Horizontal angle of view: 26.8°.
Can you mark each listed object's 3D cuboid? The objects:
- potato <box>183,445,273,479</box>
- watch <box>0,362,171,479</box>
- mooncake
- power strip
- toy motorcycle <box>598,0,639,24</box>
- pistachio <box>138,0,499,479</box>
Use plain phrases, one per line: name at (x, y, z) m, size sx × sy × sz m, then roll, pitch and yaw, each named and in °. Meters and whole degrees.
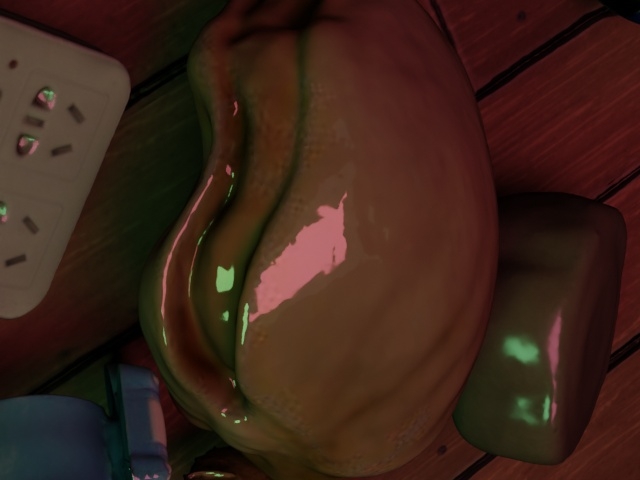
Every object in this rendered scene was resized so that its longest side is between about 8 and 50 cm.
potato at (-0.037, 0.238, 1.224) m, size 0.100 × 0.120 × 0.261 m, roll -15°, pitch 160°, yaw 18°
watch at (-0.224, 0.195, 1.107) m, size 0.193 × 0.211 × 0.210 m, roll -7°, pitch 112°, yaw -11°
mooncake at (0.206, 0.081, 1.292) m, size 0.275 × 0.135 × 0.274 m, roll 8°, pitch 90°, yaw -68°
power strip at (-0.306, -0.078, 1.017) m, size 0.261 × 0.141 × 0.229 m, roll 15°, pitch 101°, yaw -47°
toy motorcycle at (0.206, -0.308, 1.213) m, size 0.331 × 0.125 × 0.196 m, roll 25°, pitch 96°, yaw -30°
pistachio at (0.000, 0.000, 1.110) m, size 0.365 × 0.282 × 0.445 m, roll -28°, pitch 121°, yaw -57°
